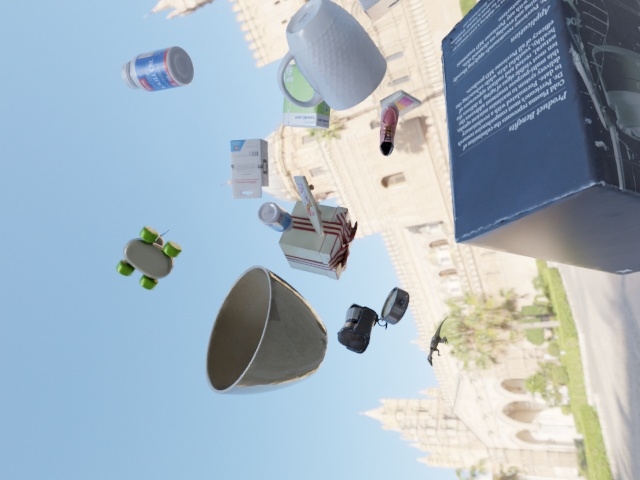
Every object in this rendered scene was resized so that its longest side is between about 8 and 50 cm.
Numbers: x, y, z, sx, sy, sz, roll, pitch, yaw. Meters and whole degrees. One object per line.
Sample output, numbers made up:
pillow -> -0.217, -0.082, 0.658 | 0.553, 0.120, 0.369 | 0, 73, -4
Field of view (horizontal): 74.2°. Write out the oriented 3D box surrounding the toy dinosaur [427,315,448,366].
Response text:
toy dinosaur -> 0.392, 0.337, 1.435 | 0.092, 0.053, 0.183 | 102, -172, -85

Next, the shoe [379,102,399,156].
shoe -> 0.235, -0.377, 1.453 | 0.177, 0.064, 0.081 | 90, -177, -51

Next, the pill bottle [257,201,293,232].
pill bottle -> -0.159, -0.080, 1.556 | 0.160, 0.087, 0.087 | 36, -131, -66

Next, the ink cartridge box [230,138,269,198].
ink cartridge box -> -0.218, -0.219, 1.312 | 0.060, 0.104, 0.179 | -16, -73, -74

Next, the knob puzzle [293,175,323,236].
knob puzzle -> -0.022, -0.104, 1.259 | 0.213, 0.030, 0.213 | 158, 90, -81

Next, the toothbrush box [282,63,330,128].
toothbrush box -> -0.062, -0.685, 2.019 | 0.122, 0.206, 0.282 | -10, -73, -55

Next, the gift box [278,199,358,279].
gift box -> 0.000, 0.000, 1.710 | 0.276, 0.259, 0.254 | 67, -141, -62

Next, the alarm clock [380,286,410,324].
alarm clock -> 0.265, 0.224, 1.454 | 0.192, 0.064, 0.129 | 112, -176, -71

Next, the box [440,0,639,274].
box -> 0.518, -0.213, 0.816 | 0.481, 0.297, 0.470 | 10, -109, -22

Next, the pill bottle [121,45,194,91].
pill bottle -> -0.546, -0.563, 1.408 | 0.124, 0.222, 0.124 | -1, -90, -67

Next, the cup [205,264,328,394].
cup -> -0.121, 0.259, 1.125 | 0.237, 0.331, 0.330 | 25, -125, -28

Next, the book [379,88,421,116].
book -> 0.300, -0.510, 1.577 | 0.144, 0.096, 0.035 | 3, -110, -50

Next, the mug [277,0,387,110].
mug -> 0.007, -0.655, 1.550 | 0.328, 0.374, 0.276 | 38, -166, -40

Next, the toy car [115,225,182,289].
toy car -> -0.507, 0.033, 1.297 | 0.149, 0.155, 0.188 | 36, -171, -15

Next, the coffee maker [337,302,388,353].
coffee maker -> 0.165, 0.341, 1.642 | 0.178, 0.172, 0.120 | -58, -35, -62

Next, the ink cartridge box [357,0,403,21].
ink cartridge box -> 0.171, -0.883, 1.333 | 0.269, 0.198, 0.197 | 59, -157, -6
